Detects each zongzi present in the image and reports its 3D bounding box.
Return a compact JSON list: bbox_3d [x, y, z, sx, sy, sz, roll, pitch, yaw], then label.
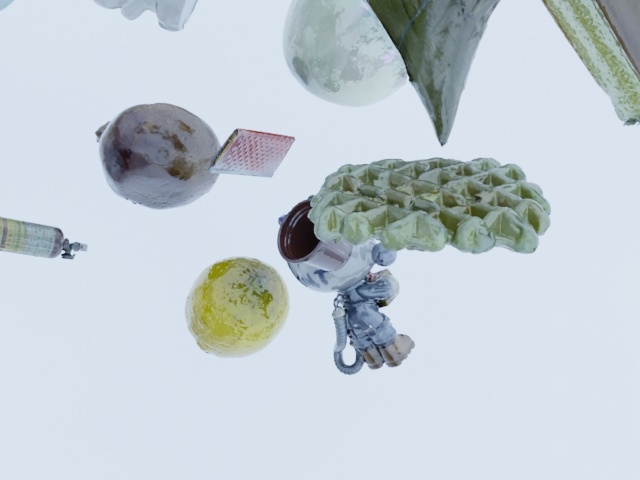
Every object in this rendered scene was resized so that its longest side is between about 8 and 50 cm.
[{"bbox_3d":[0.315,-0.452,1.221,0.174,0.356,0.393,-15,-100,-50],"label":"zongzi"}]

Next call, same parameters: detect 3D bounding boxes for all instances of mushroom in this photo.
[{"bbox_3d":[-0.420,-0.209,1.524,0.344,0.345,0.239,7,-97,-31],"label":"mushroom"}]

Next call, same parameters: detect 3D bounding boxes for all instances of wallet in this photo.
[{"bbox_3d":[-0.128,-0.169,1.125,0.020,0.103,0.196,47,-155,19],"label":"wallet"}]

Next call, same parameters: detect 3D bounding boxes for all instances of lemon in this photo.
[{"bbox_3d":[-0.209,0.167,1.423,0.245,0.320,0.245,16,-125,-25],"label":"lemon"}]

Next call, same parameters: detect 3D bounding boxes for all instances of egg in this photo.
[{"bbox_3d":[0.031,-0.414,1.283,0.201,0.337,0.337,-41,-83,6],"label":"egg"}]

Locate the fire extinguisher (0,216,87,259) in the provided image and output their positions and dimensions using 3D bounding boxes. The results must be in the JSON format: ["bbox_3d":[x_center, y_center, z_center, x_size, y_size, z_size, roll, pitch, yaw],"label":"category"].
[{"bbox_3d":[-0.632,-0.008,1.288,0.252,0.106,0.075,12,-75,-41],"label":"fire extinguisher"}]

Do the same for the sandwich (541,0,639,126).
[{"bbox_3d":[0.378,-0.266,0.706,0.236,0.128,0.122,48,-171,-19],"label":"sandwich"}]

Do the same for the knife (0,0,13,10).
[{"bbox_3d":[-0.590,-0.369,0.907,0.080,0.044,0.331,40,-141,2],"label":"knife"}]

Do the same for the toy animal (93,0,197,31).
[{"bbox_3d":[-0.276,-0.436,0.908,0.193,0.178,0.128,31,-134,-17],"label":"toy animal"}]

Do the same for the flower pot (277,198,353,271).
[{"bbox_3d":[0.000,0.000,0.917,0.089,0.111,0.111,29,-124,-41],"label":"flower pot"}]

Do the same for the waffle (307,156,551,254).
[{"bbox_3d":[0.140,-0.057,0.764,0.292,0.308,0.056,-63,-28,-62],"label":"waffle"}]

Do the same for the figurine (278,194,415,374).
[{"bbox_3d":[0.064,0.076,1.183,0.382,0.261,0.186,57,-145,-12],"label":"figurine"}]
